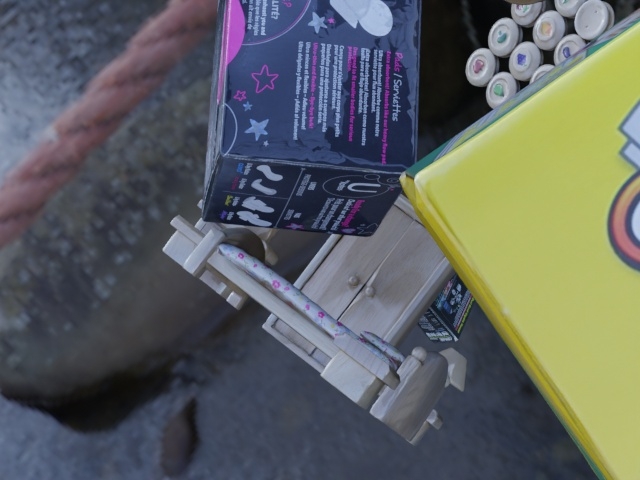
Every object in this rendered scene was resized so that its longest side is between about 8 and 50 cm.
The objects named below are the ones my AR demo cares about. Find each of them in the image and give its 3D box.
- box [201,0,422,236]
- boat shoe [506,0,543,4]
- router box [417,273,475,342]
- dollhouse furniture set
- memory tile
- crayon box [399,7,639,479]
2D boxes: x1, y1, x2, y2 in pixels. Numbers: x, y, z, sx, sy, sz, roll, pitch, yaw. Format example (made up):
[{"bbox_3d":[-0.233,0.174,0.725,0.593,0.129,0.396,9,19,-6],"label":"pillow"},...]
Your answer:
[{"bbox_3d":[-0.005,-0.145,1.171,0.142,0.163,0.247,6,73,-7],"label":"box"},{"bbox_3d":[0.176,-0.259,0.875,0.104,0.089,0.285,51,134,21],"label":"boat shoe"},{"bbox_3d":[0.129,0.034,1.676,0.038,0.092,0.122,-10,42,43],"label":"router box"},{"bbox_3d":[0.000,0.000,1.272,0.303,0.355,0.174,36,86,17],"label":"dollhouse furniture set"},{"bbox_3d":[0.198,-0.179,1.441,0.148,0.012,0.113,-54,49,25],"label":"memory tile"},{"bbox_3d":[0.257,0.009,0.440,0.363,0.313,0.106,-34,-1,3],"label":"crayon box"}]
